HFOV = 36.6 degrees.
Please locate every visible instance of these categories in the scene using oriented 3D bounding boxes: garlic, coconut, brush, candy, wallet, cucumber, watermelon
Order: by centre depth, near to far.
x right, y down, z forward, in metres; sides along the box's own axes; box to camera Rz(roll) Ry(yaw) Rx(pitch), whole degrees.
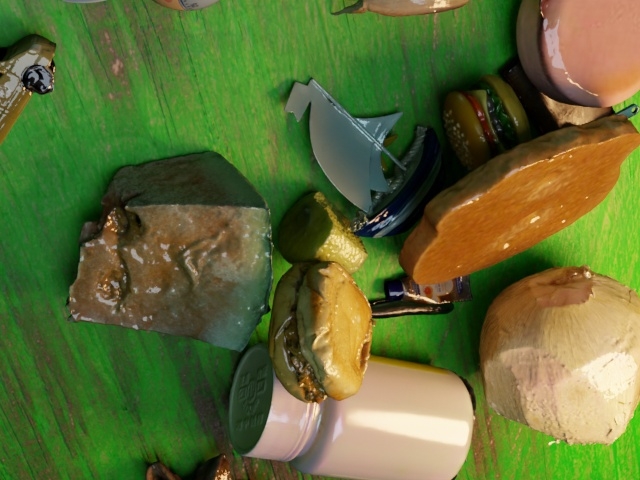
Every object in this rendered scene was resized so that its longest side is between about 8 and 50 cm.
[{"bbox_3d":[0.125,-0.357,1.397,0.198,0.128,0.090,-18,94,-13],"label":"garlic"},{"bbox_3d":[-0.213,0.007,1.451,0.302,0.151,0.264,9,115,-4],"label":"watermelon"},{"bbox_3d":[0.417,-0.331,1.504,0.255,0.094,0.255,-6,105,-23],"label":"candy"},{"bbox_3d":[0.407,-0.230,1.607,0.137,0.031,0.255,-42,122,-1],"label":"wallet"},{"bbox_3d":[0.465,-0.187,1.624,0.164,0.014,0.051,-28,125,-7],"label":"brush"},{"bbox_3d":[0.417,0.182,1.657,0.297,0.297,0.254,-19,129,-10],"label":"coconut"},{"bbox_3d":[0.151,0.116,1.680,0.184,0.033,0.036,-1,89,-19],"label":"cucumber"}]

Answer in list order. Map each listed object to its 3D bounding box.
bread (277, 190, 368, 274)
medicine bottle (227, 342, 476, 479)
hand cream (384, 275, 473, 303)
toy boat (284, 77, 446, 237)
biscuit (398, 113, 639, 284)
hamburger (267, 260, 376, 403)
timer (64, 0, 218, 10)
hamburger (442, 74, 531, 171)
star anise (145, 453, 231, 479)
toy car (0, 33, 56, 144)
[{"bbox_3d":[0.000,0.000,1.521,0.111,0.129,0.114,-41,128,22],"label":"bread"},{"bbox_3d":[0.053,0.293,1.623,0.379,0.213,0.213,13,109,-25],"label":"medicine bottle"},{"bbox_3d":[0.190,0.080,1.671,0.163,0.039,0.062,-5,81,-17],"label":"hand cream"},{"bbox_3d":[0.064,-0.140,1.494,0.291,0.067,0.220,42,76,-24],"label":"toy boat"},{"bbox_3d":[0.304,-0.060,1.531,0.385,0.062,0.365,-22,157,-13],"label":"biscuit"},{"bbox_3d":[0.004,0.138,1.438,0.108,0.214,0.213,-6,124,28],"label":"hamburger"},{"bbox_3d":[-0.224,-0.372,1.245,0.255,0.175,0.175,-8,117,-14],"label":"timer"},{"bbox_3d":[0.260,-0.175,1.512,0.115,0.162,0.162,-24,120,-2],"label":"hamburger"},{"bbox_3d":[-0.228,0.510,1.691,0.315,0.108,0.315,-8,120,-15],"label":"star anise"},{"bbox_3d":[-0.456,-0.176,1.289,0.124,0.101,0.256,31,102,-25],"label":"toy car"}]
